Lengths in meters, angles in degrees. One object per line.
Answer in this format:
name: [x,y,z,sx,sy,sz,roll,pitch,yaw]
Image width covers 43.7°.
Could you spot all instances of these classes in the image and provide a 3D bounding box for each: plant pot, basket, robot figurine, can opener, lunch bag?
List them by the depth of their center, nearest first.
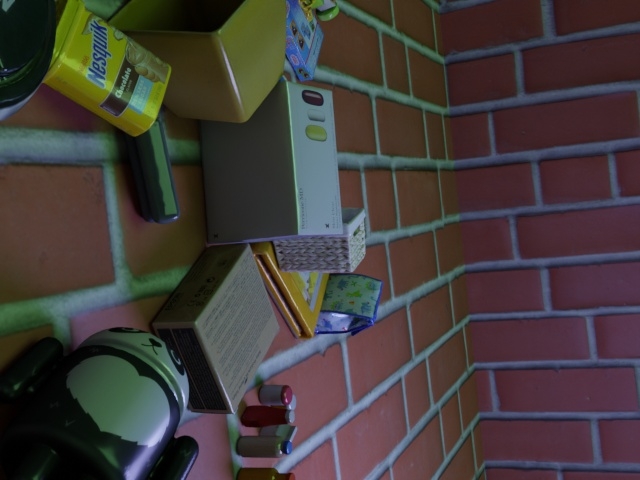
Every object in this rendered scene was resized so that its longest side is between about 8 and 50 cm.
robot figurine: [-0.271,0.227,0.972,0.278,0.174,0.209,-60,139,-53]
can opener: [-0.280,-0.158,1.195,0.093,0.074,0.280,-23,108,-30]
plant pot: [-0.172,-0.305,1.258,0.212,0.212,0.187,-59,147,-36]
basket: [0.000,0.000,1.558,0.113,0.167,0.103,-46,132,-62]
lunch bag: [0.061,0.143,1.811,0.128,0.151,0.096,-73,148,-44]

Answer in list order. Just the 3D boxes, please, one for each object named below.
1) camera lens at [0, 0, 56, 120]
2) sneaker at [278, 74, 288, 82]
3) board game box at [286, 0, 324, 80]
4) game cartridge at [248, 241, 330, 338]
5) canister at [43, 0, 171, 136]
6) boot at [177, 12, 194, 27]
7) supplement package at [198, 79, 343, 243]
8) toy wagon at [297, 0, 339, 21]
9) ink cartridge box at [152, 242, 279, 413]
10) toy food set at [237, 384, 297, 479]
camera lens: [-0.384,-0.191,0.665,0.219,0.275,0.219,-5,90,-68]
sneaker: [-0.095,-0.276,1.648,0.084,0.058,0.152,-33,122,-74]
board game box: [-0.057,-0.495,1.811,0.211,0.039,0.160,60,33,-46]
game cartridge: [-0.045,0.002,1.719,0.285,0.053,0.323,64,32,-41]
canister: [-0.294,-0.231,1.072,0.170,0.073,0.126,31,57,-37]
boot: [-0.226,-0.391,1.382,0.121,0.045,0.099,-43,123,-53]
supplement package: [-0.089,-0.131,1.418,0.145,0.204,0.261,-4,89,-56]
toy wagon: [-0.024,-0.629,1.810,0.267,0.068,0.344,57,20,-49]
ink cartridge box: [-0.168,0.145,1.348,0.234,0.088,0.193,-61,141,-54]
toy food set: [-0.076,0.354,1.498,0.232,0.105,0.111,-59,138,-55]
